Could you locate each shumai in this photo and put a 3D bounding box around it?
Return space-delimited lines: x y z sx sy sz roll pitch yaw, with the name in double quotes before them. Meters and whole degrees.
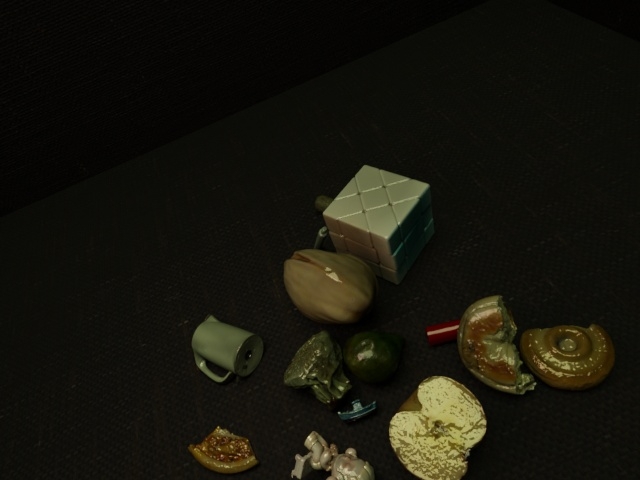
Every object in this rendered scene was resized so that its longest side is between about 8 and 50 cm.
"shumai" 0.010 0.471 1.587 0.225 0.222 0.260 -43 13 31

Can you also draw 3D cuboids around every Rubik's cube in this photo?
"Rubik's cube" 0.249 -0.068 1.828 0.319 0.315 0.321 24 61 32

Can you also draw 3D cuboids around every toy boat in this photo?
"toy boat" 0.127 0.572 1.507 0.137 0.060 0.060 -25 67 5

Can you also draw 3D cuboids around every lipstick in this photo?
"lipstick" 0.519 0.312 1.587 0.280 0.073 0.073 -15 49 6

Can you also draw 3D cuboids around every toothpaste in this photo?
"toothpaste" 0.000 0.000 1.908 0.037 0.255 0.067 32 68 6

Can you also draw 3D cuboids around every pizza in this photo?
"pizza" -0.333 0.728 1.533 0.272 0.056 0.134 11 64 25

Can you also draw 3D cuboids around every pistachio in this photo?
"pistachio" 0.036 0.177 1.679 0.281 0.365 0.446 -51 27 -15

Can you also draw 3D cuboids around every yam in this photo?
"yam" 0.084 -0.144 2.092 0.259 0.093 0.093 24 62 32

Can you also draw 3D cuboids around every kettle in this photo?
"kettle" -0.381 0.436 1.734 0.256 0.165 0.240 13 85 28

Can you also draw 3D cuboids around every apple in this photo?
"apple" 0.364 0.575 1.359 0.251 0.163 0.293 39 84 27

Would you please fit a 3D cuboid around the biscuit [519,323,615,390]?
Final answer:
"biscuit" 0.802 0.372 1.430 0.275 0.091 0.213 -10 48 8

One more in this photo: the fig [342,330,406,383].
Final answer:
"fig" 0.199 0.387 1.559 0.245 0.195 0.195 -33 49 -21

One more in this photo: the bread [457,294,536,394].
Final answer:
"bread" 0.557 0.350 1.462 0.192 0.171 0.313 -24 77 30

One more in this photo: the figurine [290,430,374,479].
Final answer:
"figurine" 0.054 0.709 1.358 0.257 0.182 0.144 18 75 27
